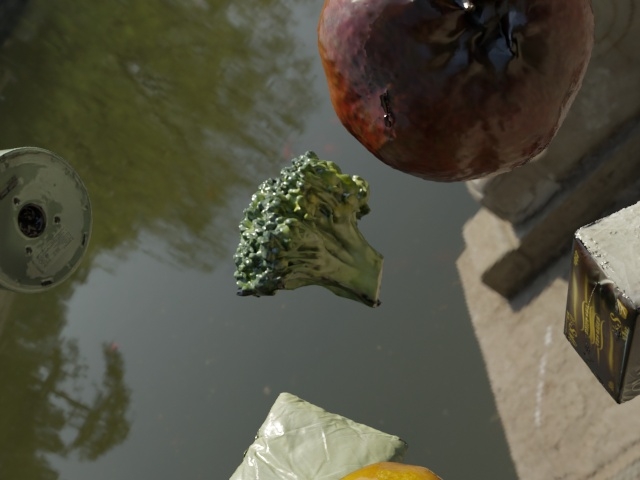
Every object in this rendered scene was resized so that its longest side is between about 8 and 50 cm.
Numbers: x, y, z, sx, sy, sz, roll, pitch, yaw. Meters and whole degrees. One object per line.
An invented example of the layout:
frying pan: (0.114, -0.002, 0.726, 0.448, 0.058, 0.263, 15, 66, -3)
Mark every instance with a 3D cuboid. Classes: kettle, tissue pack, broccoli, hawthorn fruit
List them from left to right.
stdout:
kettle: (-0.534, -0.041, 1.446, 0.317, 0.265, 0.205, 3, 76, 41)
broccoli: (0.000, 0.000, 1.460, 0.248, 0.245, 0.288, 113, 180, -58)
hawthorn fruit: (0.145, -0.202, 1.079, 0.285, 0.284, 0.369, -55, -7, 2)
tissue pack: (0.593, 0.120, 1.847, 0.198, 0.370, 0.210, -27, 53, -10)

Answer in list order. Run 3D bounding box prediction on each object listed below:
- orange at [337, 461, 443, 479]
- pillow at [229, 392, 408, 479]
orange: (0.060, 0.250, 0.794, 0.159, 0.159, 0.136, -37, 12, 35)
pillow: (-0.021, 0.420, 1.728, 0.274, 0.076, 0.281, 19, 57, 23)
